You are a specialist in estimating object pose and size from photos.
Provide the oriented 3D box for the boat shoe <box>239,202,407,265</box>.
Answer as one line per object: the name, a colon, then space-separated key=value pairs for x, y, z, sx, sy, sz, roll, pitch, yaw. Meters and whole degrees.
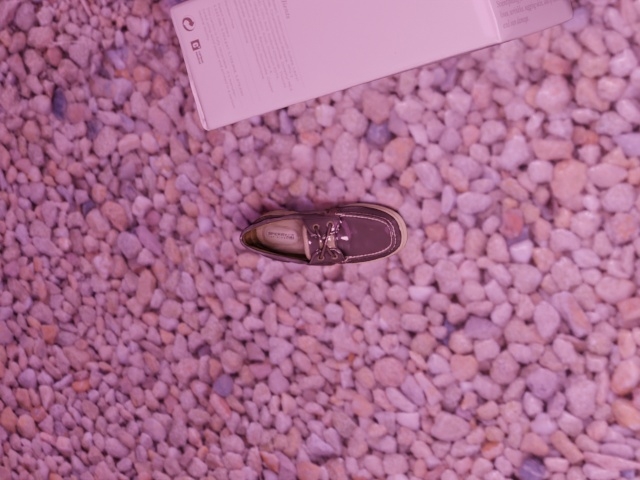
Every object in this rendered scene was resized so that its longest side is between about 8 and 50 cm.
boat shoe: x=-0.001 y=-0.001 z=1.626 sx=0.223 sy=0.073 sz=0.080 roll=1 pitch=106 yaw=32

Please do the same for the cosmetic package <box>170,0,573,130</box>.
cosmetic package: x=0.055 y=-0.252 z=1.429 sx=0.385 sy=0.217 sz=0.156 roll=-11 pitch=99 yaw=36
